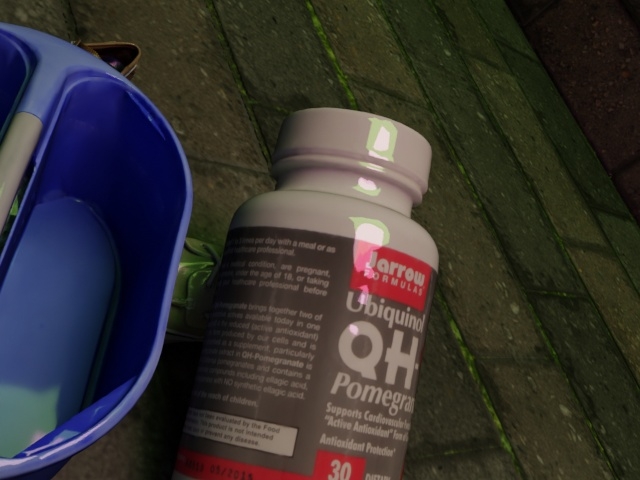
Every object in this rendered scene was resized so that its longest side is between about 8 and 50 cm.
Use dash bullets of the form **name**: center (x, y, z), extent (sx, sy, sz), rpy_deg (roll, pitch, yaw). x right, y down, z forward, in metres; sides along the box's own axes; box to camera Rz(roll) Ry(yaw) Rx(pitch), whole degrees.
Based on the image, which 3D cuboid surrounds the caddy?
- **caddy**: center (-0.217, 0.003, 0.535), extent (0.241, 0.179, 0.341), rpy_deg (20, 48, -19)

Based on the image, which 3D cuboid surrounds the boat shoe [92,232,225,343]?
- **boat shoe**: center (-0.099, 0.041, 0.772), extent (0.302, 0.094, 0.109), rpy_deg (19, 44, -39)

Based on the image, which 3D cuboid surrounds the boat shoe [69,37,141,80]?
- **boat shoe**: center (-0.246, -0.167, 0.823), extent (0.066, 0.066, 0.183), rpy_deg (48, 32, -4)

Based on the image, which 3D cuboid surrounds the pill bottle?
- **pill bottle**: center (-0.001, 0.065, 0.670), extent (0.176, 0.176, 0.318), rpy_deg (21, 75, -38)
